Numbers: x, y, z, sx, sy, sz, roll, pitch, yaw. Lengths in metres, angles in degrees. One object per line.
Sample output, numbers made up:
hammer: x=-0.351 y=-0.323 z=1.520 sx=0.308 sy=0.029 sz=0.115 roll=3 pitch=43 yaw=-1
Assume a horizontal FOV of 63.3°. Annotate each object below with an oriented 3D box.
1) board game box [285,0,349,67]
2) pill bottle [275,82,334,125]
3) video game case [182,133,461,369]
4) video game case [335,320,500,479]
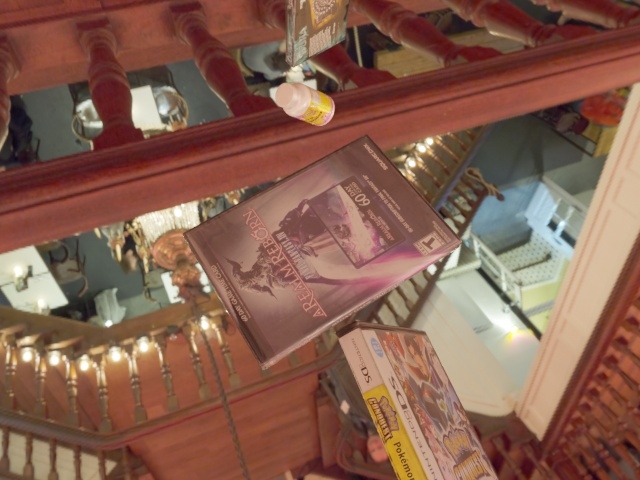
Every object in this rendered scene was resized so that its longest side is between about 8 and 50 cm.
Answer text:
board game box: x=-0.004 y=-0.391 z=0.874 sx=0.126 sy=0.026 sz=0.186 roll=-35 pitch=161 yaw=-19
pill bottle: x=-0.021 y=-0.179 z=0.679 sx=0.083 sy=0.043 sz=0.043 roll=4 pitch=128 yaw=-54
video game case: x=0.000 y=0.000 z=0.628 sx=0.274 sy=0.196 sz=0.026 roll=-30 pitch=155 yaw=-14
video game case: x=0.139 y=0.227 z=0.670 sx=0.035 sy=0.248 sz=0.275 roll=-33 pitch=155 yaw=19
